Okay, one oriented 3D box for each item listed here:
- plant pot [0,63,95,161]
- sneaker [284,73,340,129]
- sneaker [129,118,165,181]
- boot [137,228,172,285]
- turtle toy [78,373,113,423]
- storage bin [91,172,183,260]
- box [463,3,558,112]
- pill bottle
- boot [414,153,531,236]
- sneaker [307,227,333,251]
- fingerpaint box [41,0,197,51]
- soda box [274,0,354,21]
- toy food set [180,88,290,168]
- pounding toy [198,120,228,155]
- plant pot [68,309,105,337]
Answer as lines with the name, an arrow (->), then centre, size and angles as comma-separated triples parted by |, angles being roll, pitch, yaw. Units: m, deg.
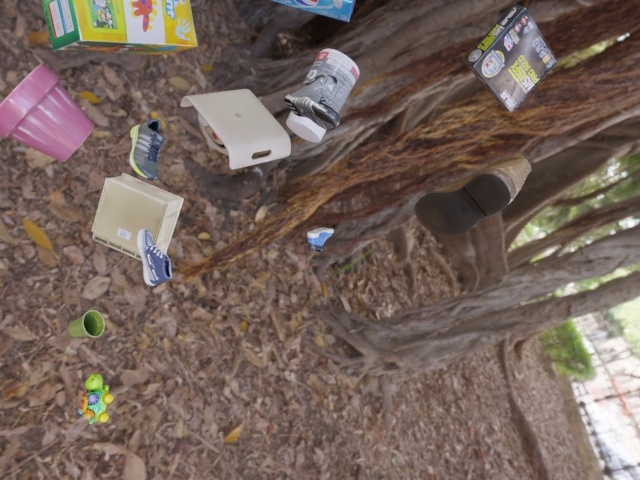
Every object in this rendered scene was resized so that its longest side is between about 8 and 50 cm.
plant pot -> -0.678, -0.301, 1.245 | 0.180, 0.201, 0.201 | 42, 30, -30
sneaker -> 0.007, -0.370, 1.287 | 0.228, 0.132, 0.086 | 38, -9, 46
sneaker -> -0.672, -0.363, 1.967 | 0.111, 0.121, 0.300 | 26, 40, -52
boot -> -0.531, 0.046, 1.624 | 0.069, 0.086, 0.190 | 2, 74, -70
turtle toy -> -0.603, 0.422, 1.339 | 0.066, 0.095, 0.130 | 18, 78, -42
storage bin -> -0.699, -0.083, 1.911 | 0.262, 0.261, 0.123 | 23, 15, 4
box -> 0.610, -0.570, 1.596 | 0.270, 0.216, 0.060 | 29, 18, -39
pill bottle -> 0.004, -0.496, 1.732 | 0.161, 0.161, 0.283 | 37, 77, -49
boot -> 0.318, -0.092, 1.063 | 0.115, 0.305, 0.112 | -39, 95, -27
sneaker -> -0.001, 0.000, 1.970 | 0.152, 0.058, 0.085 | -20, 115, -57
fingerpaint box -> -0.558, -0.745, 1.349 | 0.371, 0.163, 0.445 | -24, 111, -49
soda box -> -0.024, -0.565, 1.123 | 0.067, 0.209, 0.071 | 103, 3, -75
toy food set -> -0.257, -0.344, 1.526 | 0.219, 0.092, 0.306 | -20, 61, -37
pounding toy -> -0.400, -0.476, 2.106 | 0.155, 0.269, 0.154 | -41, 145, -32
plant pot -> -0.709, 0.258, 1.508 | 0.083, 0.079, 0.083 | 52, 29, -45
